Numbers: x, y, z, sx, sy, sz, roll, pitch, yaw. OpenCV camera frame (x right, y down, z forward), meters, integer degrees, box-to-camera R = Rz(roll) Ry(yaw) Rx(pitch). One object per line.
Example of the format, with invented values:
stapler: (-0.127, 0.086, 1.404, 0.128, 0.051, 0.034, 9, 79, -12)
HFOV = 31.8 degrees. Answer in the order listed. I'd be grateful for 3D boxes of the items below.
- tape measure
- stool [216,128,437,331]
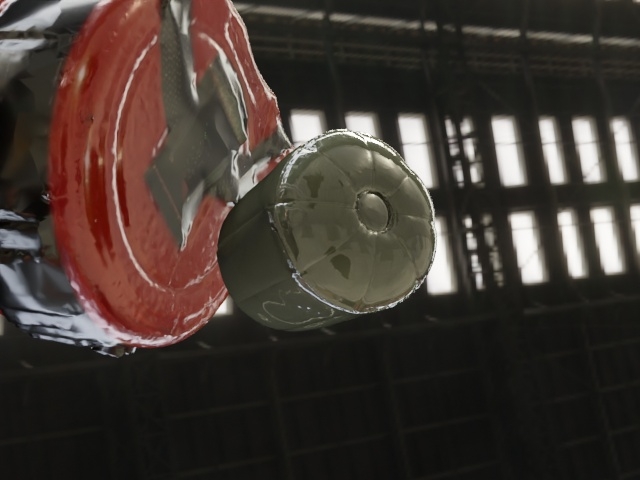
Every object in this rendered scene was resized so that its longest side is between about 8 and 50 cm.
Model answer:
tape measure: (-0.117, -0.052, 0.708, 0.253, 0.114, 0.260, 68, -146, -46)
stool: (0.000, 0.000, 0.593, 0.096, 0.110, 0.096, 10, -110, -28)
